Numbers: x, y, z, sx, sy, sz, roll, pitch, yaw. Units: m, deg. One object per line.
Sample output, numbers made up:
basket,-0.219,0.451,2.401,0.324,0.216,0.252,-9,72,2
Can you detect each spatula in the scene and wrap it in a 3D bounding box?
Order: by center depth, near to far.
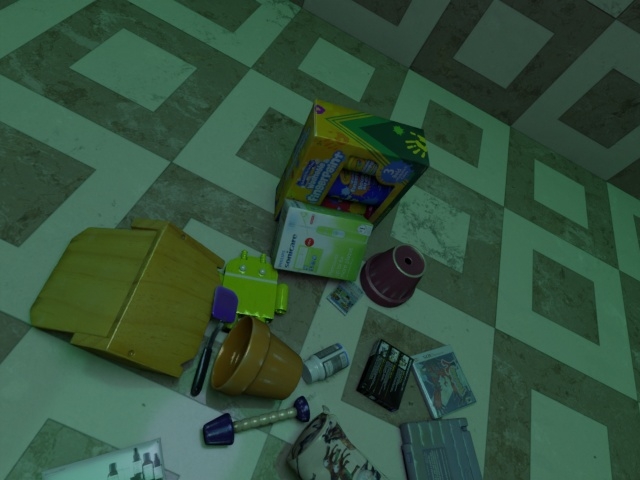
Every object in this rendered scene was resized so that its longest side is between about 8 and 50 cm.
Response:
spatula,-0.294,0.274,1.148,0.084,0.030,0.296,32,67,-41

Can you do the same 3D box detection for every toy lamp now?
toy lamp,-0.164,0.471,1.092,0.275,0.080,0.080,-6,63,-26

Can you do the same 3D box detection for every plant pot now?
plant pot,-0.159,0.333,1.124,0.188,0.205,0.205,32,51,-22
plant pot,0.264,0.108,1.441,0.201,0.180,0.201,11,56,-18

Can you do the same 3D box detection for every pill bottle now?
pill bottle,0.013,0.364,1.236,0.137,0.078,0.078,-17,68,-31

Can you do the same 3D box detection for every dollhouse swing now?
dollhouse swing,-0.511,0.151,1.135,0.315,0.305,0.346,45,49,-44

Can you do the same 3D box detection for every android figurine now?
android figurine,-0.219,0.155,1.284,0.248,0.056,0.272,14,57,-15

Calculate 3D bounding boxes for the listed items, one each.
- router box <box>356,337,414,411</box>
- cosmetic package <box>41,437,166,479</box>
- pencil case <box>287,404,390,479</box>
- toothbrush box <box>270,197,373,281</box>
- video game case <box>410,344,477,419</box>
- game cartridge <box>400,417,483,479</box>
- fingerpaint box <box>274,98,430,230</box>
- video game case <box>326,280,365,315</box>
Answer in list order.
router box,0.205,0.418,1.305,0.133,0.046,0.179,33,53,-2
cosmetic package,-0.477,0.528,0.933,0.239,0.060,0.098,-7,62,-27
pencil case,0.099,0.626,1.054,0.183,0.160,0.410,-42,81,-17
toothbrush box,0.000,0.000,1.366,0.283,0.206,0.122,12,16,-16
video game case,0.401,0.459,1.377,0.184,0.023,0.201,-7,63,-27
game cartridge,0.359,0.701,1.188,0.230,0.068,0.355,3,59,-17
fingerpaint box,0.080,-0.206,1.394,0.371,0.445,0.163,11,57,-18
video game case,0.087,0.186,1.421,0.087,0.011,0.122,43,53,6
